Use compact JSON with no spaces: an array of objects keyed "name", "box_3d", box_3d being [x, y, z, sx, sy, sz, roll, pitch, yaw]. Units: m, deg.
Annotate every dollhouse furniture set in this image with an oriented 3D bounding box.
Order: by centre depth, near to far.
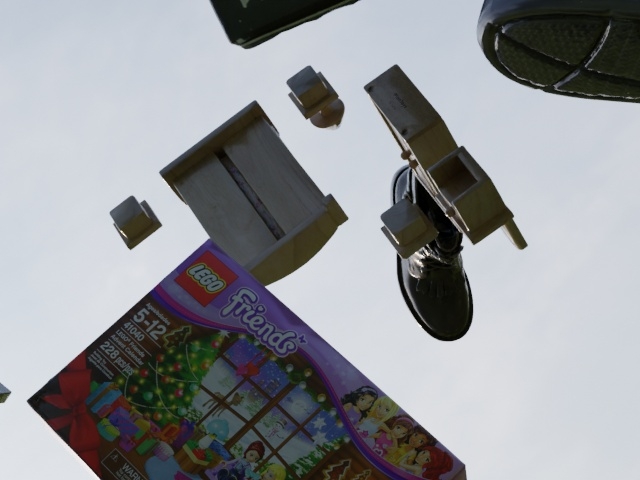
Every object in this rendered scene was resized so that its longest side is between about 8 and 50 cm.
[{"name":"dollhouse furniture set","box_3d":[0.000,0.000,1.650,0.355,0.303,0.174,-36,-42,1]}]

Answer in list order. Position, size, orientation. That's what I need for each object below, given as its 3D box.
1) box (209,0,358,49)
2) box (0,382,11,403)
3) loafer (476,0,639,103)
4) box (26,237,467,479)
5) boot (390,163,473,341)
[{"name":"box","box_3d":[0.007,-0.478,1.373,0.297,0.480,0.472,-21,11,23]},{"name":"box","box_3d":[-0.423,0.174,1.864,0.018,0.067,0.083,-54,-13,5]},{"name":"loafer","box_3d":[0.228,-0.114,0.710,0.109,0.303,0.095,72,-151,-62]},{"name":"box","box_3d":[-0.059,0.158,1.182,0.201,0.293,0.057,-43,-26,-16]},{"name":"boot","box_3d":[0.141,0.010,1.897,0.091,0.263,0.229,-16,3,-3]}]
